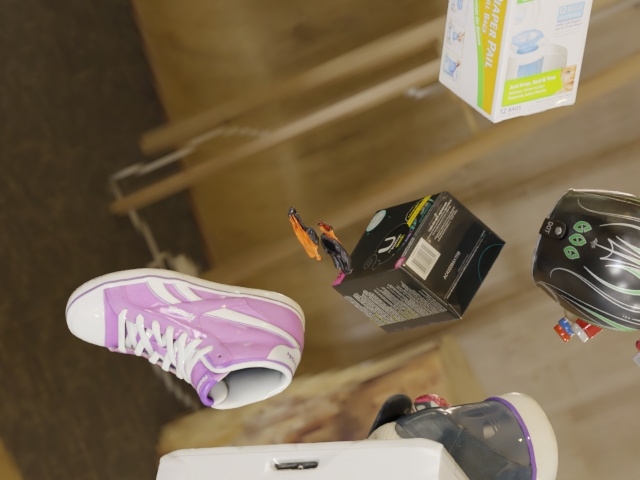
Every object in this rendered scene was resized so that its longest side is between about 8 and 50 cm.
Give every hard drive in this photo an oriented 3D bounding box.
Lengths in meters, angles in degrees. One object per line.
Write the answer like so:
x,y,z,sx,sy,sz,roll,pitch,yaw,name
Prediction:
0.041,0.227,1.239,0.307,0.203,0.040,53,38,-51,hard drive

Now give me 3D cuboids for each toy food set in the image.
0.363,0.115,2.067,0.111,0.104,0.232,49,0,-41,toy food set

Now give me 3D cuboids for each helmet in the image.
0.334,0.024,1.946,0.169,0.161,0.169,-47,150,-39,helmet

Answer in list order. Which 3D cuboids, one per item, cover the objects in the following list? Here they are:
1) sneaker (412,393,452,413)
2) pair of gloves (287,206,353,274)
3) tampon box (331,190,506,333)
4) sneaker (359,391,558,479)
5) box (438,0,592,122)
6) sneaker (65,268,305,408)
0.137,0.330,2.037,0.121,0.112,0.299,-2,86,-80,sneaker
0.000,0.000,1.801,0.083,0.010,0.074,25,-29,44,pair of gloves
0.114,0.027,2.049,0.101,0.161,0.120,41,64,-18,tampon box
0.076,0.286,1.527,0.130,0.236,0.323,45,-40,44,sneaker
0.205,-0.241,1.789,0.103,0.114,0.203,44,-42,44,box
-0.162,0.117,1.983,0.161,0.282,0.102,-81,173,-55,sneaker
